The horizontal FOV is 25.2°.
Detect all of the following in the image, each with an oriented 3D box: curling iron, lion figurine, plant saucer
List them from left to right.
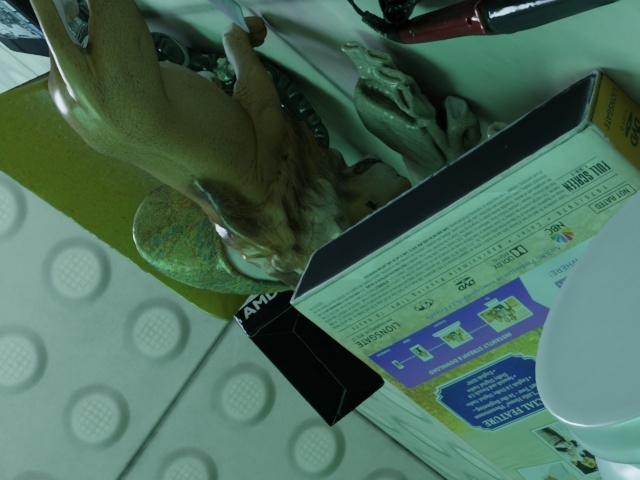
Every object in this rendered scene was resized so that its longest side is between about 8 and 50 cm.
[{"bbox_3d":[-0.168,-0.091,1.488,0.333,0.081,0.333,35,-158,1],"label":"plant saucer"},{"bbox_3d":[-0.108,-0.095,1.093,0.392,0.142,0.240,20,-139,-40],"label":"lion figurine"},{"bbox_3d":[0.092,-0.142,0.843,0.068,0.035,0.274,40,169,-27],"label":"curling iron"}]

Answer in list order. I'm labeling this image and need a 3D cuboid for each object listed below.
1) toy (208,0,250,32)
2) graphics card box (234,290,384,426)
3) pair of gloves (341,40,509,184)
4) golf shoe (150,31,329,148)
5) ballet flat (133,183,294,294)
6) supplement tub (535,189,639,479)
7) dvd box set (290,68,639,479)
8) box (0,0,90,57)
[{"bbox_3d":[-0.132,-0.253,0.996,0.237,0.056,0.137,39,179,9],"label":"toy"},{"bbox_3d":[-0.084,0.031,1.718,0.371,0.094,0.233,50,177,41],"label":"graphics card box"},{"bbox_3d":[0.132,-0.060,1.083,0.240,0.042,0.204,28,170,37],"label":"pair of gloves"},{"bbox_3d":[-0.082,-0.131,1.364,0.273,0.105,0.120,28,-170,33],"label":"golf shoe"},{"bbox_3d":[0.000,0.000,1.342,0.348,0.123,0.123,10,-176,-32],"label":"ballet flat"},{"bbox_3d":[0.297,0.109,0.792,0.316,0.228,0.228,38,170,-17],"label":"supplement tub"},{"bbox_3d":[0.228,0.094,1.017,0.420,0.062,0.307,38,138,-16],"label":"dvd box set"},{"bbox_3d":[-0.375,-0.310,1.459,0.307,0.076,0.242,41,169,-30],"label":"box"}]
